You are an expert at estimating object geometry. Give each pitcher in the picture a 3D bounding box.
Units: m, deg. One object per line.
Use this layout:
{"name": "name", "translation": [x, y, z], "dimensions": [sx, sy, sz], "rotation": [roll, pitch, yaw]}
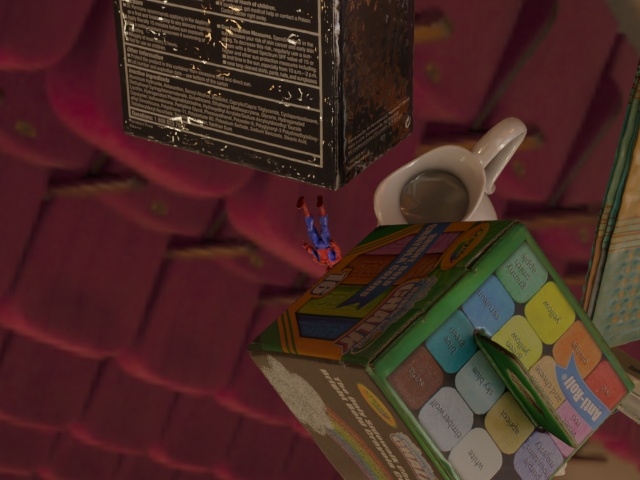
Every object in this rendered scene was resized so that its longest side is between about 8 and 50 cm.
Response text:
{"name": "pitcher", "translation": [0.138, -0.035, 1.374], "dimensions": [0.177, 0.125, 0.207], "rotation": [-38, 163, -6]}

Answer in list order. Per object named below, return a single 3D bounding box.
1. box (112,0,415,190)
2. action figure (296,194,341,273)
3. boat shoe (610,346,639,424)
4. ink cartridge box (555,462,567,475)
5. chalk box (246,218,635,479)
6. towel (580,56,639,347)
{"name": "box", "translation": [-0.060, -0.248, 1.466], "dimensions": [0.296, 0.294, 0.183], "rotation": [17, -145, 28]}
{"name": "action figure", "translation": [0.000, 0.000, 1.540], "dimensions": [0.038, 0.030, 0.115], "rotation": [-6, 134, 13]}
{"name": "boat shoe", "translation": [0.400, 0.201, 1.825], "dimensions": [0.227, 0.081, 0.079], "rotation": [30, -155, 34]}
{"name": "ink cartridge box", "translation": [0.257, 0.203, 1.922], "dimensions": [0.117, 0.207, 0.283], "rotation": [-9, 150, 20]}
{"name": "chalk box", "translation": [0.108, 0.103, 1.084], "dimensions": [0.180, 0.179, 0.289], "rotation": [55, 157, -17]}
{"name": "towel", "translation": [0.401, -0.066, 1.372], "dimensions": [0.271, 0.370, 0.040], "rotation": [-8, -146, -24]}
